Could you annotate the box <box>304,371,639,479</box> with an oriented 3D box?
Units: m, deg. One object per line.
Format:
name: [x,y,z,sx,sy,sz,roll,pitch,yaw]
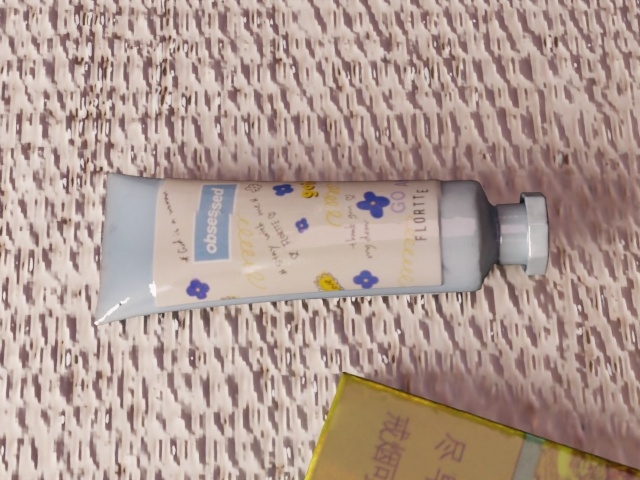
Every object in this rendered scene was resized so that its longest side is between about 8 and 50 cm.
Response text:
box: [0.079,0.133,0.402,0.193,0.030,0.121,18,72,7]

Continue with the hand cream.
hand cream: [0.000,0.000,0.445,0.171,0.043,0.065,-2,65,5]
